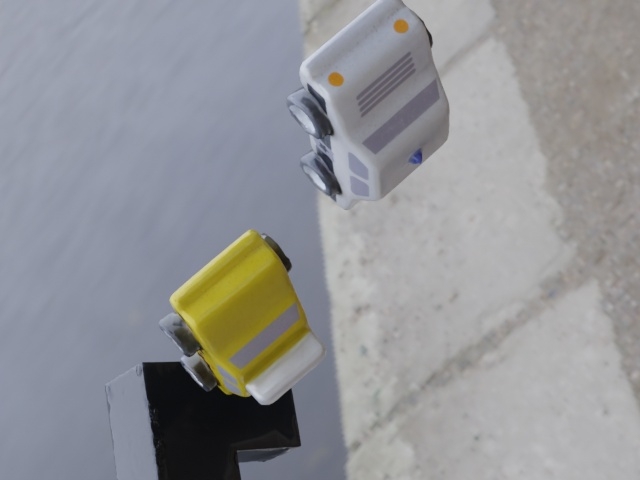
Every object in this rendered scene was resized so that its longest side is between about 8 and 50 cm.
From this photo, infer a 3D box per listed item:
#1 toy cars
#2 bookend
[{"bbox_3d":[0.000,0.000,1.023,0.176,0.087,0.393,-22,-29,-49],"label":"toy cars"},{"bbox_3d":[-0.087,0.183,1.228,0.072,0.157,0.156,-32,64,51],"label":"bookend"}]
